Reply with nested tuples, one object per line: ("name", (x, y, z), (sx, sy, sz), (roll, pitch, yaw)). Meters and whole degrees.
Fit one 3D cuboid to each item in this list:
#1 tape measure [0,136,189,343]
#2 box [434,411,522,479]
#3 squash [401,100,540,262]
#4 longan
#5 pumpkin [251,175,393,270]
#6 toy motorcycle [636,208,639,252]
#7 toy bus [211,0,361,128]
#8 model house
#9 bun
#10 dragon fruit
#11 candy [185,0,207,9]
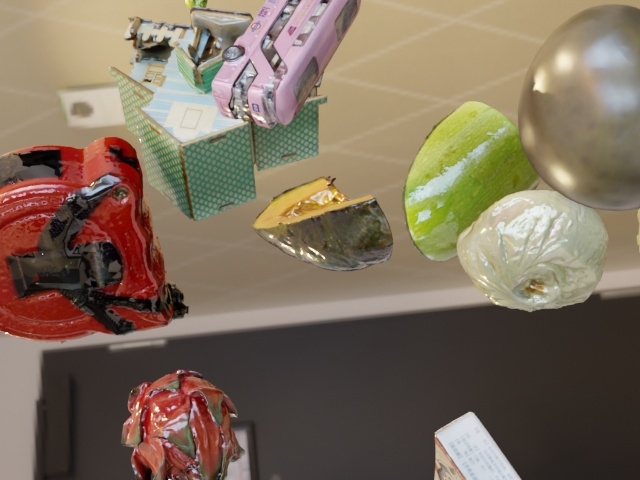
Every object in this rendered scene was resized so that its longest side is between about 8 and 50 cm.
("tape measure", (-0.302, 0.012, 1.238), (0.114, 0.260, 0.253), (-112, 12, -52))
("box", (0.258, 0.398, 1.294), (0.353, 0.069, 0.214), (57, 168, 28))
("squash", (0.269, -0.095, 2.117), (0.234, 0.309, 0.210), (56, 166, -25))
("longan", (0.300, -0.131, 1.084), (0.220, 0.196, 0.197), (40, -153, -33))
("pumpkin", (0.000, 0.000, 1.690), (0.148, 0.169, 0.312), (63, 170, -13))
("toy motorcycle", (0.529, -0.071, 1.458), (0.237, 0.168, 0.410), (3, -85, -80))
("toy bus", (-0.031, -0.204, 1.064), (0.203, 0.090, 0.063), (-61, -24, -25))
("model house", (-0.134, -0.146, 1.253), (0.178, 0.270, 0.207), (93, -170, -53))
("bun", (0.342, 0.035, 1.687), (0.244, 0.243, 0.153), (85, -175, -57))
("dragon fruit", (-0.149, 0.210, 1.129), (0.142, 0.130, 0.121), (56, 180, 8))
("candy", (-0.192, -0.351, 1.633), (0.123, 0.035, 0.035), (-97, 21, -49))
